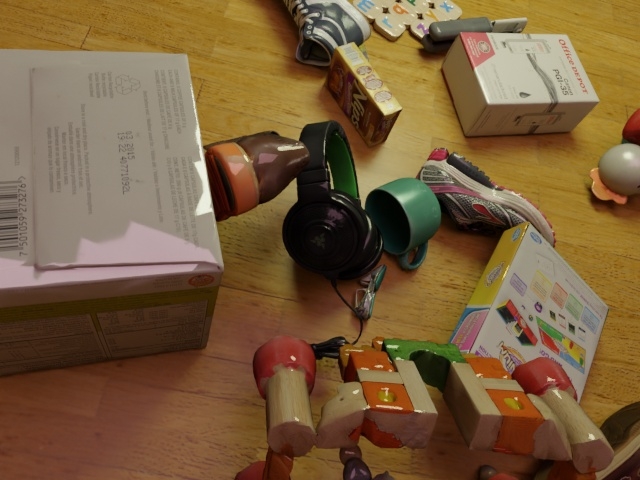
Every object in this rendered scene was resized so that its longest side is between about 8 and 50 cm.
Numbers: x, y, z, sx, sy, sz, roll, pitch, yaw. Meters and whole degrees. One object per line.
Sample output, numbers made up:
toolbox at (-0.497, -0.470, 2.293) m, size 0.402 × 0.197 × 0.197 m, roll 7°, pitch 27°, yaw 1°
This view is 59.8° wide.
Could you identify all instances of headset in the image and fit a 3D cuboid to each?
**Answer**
headset at (0.000, 0.000, 0.936) m, size 0.185 × 0.243 × 0.394 m, roll -8°, pitch 80°, yaw 16°

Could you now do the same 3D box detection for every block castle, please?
block castle at (0.118, 0.292, 0.764) m, size 0.453 × 0.303 × 0.213 m, roll 6°, pitch 20°, yaw -9°

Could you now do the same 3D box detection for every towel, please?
towel at (0.068, -0.427, 1.266) m, size 0.083 × 0.009 × 0.060 m, roll -3°, pitch 66°, yaw -15°

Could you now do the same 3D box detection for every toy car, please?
toy car at (0.700, -0.155, 1.203) m, size 0.238 × 0.219 × 0.210 m, roll -41°, pitch 78°, yaw 3°

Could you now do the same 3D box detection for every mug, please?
mug at (0.159, -0.041, 1.042) m, size 0.097 × 0.158 × 0.129 m, roll -25°, pitch 49°, yaw -27°

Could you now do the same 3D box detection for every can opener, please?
can opener at (0.380, -0.475, 1.319) m, size 0.283 × 0.076 × 0.095 m, roll -14°, pitch 72°, yaw -22°

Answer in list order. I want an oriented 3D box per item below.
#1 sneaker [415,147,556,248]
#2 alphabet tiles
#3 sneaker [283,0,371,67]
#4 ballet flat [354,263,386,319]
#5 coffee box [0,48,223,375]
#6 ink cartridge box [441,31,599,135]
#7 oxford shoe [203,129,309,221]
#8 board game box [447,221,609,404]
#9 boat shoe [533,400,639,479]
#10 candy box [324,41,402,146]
sneaker at (0.320, -0.056, 1.095) m, size 0.299 × 0.121 × 0.112 m, roll 33°, pitch 88°, yaw 5°
alphabet tiles at (0.204, -0.604, 1.377) m, size 0.278 × 0.021 × 0.284 m, roll 39°, pitch 63°, yaw 5°
sneaker at (-0.039, -0.496, 1.212) m, size 0.282 × 0.099 × 0.153 m, roll 40°, pitch 70°, yaw 2°
ballet flat at (0.087, 0.087, 1.003) m, size 0.041 × 0.041 × 0.114 m, roll 23°, pitch 61°, yaw -1°
coffee box at (-0.340, -0.027, 0.791) m, size 0.338 × 0.334 × 0.338 m, roll -5°, pitch 65°, yaw -17°
ink cartridge box at (0.444, -0.355, 1.255) m, size 0.283 × 0.117 × 0.207 m, roll -5°, pitch 66°, yaw -15°
oxford shoe at (-0.120, -0.107, 0.890) m, size 0.132 × 0.363 × 0.130 m, roll -23°, pitch 106°, yaw -17°
board game box at (0.363, 0.159, 0.961) m, size 0.242 × 0.064 × 0.316 m, roll 44°, pitch 57°, yaw -10°
boat shoe at (0.488, 0.373, 0.905) m, size 0.342 × 0.123 × 0.123 m, roll -15°, pitch 79°, yaw -34°
candy box at (0.085, -0.301, 1.151) m, size 0.053 × 0.109 × 0.187 m, roll -26°, pitch 72°, yaw -23°
